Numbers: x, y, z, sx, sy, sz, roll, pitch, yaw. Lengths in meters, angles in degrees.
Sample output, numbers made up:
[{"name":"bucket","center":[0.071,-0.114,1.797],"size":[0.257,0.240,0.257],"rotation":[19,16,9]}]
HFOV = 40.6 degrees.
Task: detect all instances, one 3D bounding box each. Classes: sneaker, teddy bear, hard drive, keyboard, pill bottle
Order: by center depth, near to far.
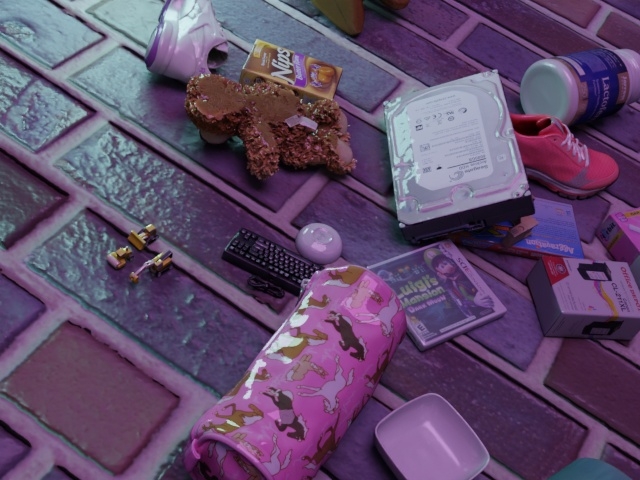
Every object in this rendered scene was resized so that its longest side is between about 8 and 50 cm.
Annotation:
[{"name":"keyboard","center":[-0.071,0.047,1.415],"size":[0.180,0.023,0.108],"rotation":[26,47,5]},{"name":"teddy bear","center":[-0.089,-0.204,1.586],"size":[0.338,0.113,0.245],"rotation":[-3,58,-31]},{"name":"hard drive","center":[0.245,-0.161,1.597],"size":[0.237,0.064,0.339],"rotation":[-14,49,14]},{"name":"sneaker","center":[0.462,-0.177,1.711],"size":[0.314,0.136,0.116],"rotation":[10,49,-10]},{"name":"sneaker","center":[-0.250,-0.414,1.716],"size":[0.152,0.114,0.305],"rotation":[23,50,-17]},{"name":"pill bottle","center":[0.575,-0.334,1.874],"size":[0.265,0.153,0.153],"rotation":[-18,58,-30]}]

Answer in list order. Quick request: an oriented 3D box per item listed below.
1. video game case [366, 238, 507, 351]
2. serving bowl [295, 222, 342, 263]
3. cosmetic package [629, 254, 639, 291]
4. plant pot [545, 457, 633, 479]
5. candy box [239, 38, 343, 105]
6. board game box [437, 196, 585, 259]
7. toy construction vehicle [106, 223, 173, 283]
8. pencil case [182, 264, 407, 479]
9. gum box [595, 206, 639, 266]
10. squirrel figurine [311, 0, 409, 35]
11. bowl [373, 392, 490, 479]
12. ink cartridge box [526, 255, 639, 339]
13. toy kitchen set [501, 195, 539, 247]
[{"name":"video game case","center":[0.196,0.087,1.470],"size":[0.190,0.022,0.173],"rotation":[-18,58,-30]},{"name":"serving bowl","center":[0.000,0.000,1.476],"size":[0.083,0.027,0.083],"rotation":[9,49,-10]},{"name":"cosmetic package","center":[0.643,0.028,1.528],"size":[0.117,0.231,0.085],"rotation":[-7,53,-23]},{"name":"plant pot","center":[0.286,0.442,1.025],"size":[0.235,0.293,0.293],"rotation":[-21,59,-16]},{"name":"candy box","center":[-0.058,-0.323,1.721],"size":[0.187,0.053,0.109],"rotation":[18,48,-1]},{"name":"board game box","center":[0.351,-0.035,1.625],"size":[0.281,0.027,0.145],"rotation":[11,47,-10]},{"name":"toy construction vehicle","center":[-0.279,0.019,1.360],"size":[0.086,0.035,0.098],"rotation":[42,50,18]},{"name":"pencil case","center":[-0.026,0.202,1.205],"size":[0.167,0.160,0.386],"rotation":[9,41,29]},{"name":"gum box","center":[0.644,-0.009,1.676],"size":[0.188,0.062,0.107],"rotation":[-12,55,-27]},{"name":"squirrel figurine","center":[0.089,-0.704,1.963],"size":[0.397,0.281,0.370],"rotation":[35,42,9]},{"name":"bowl","center":[0.154,0.303,1.247],"size":[0.142,0.053,0.142],"rotation":[-23,61,-32]},{"name":"ink cartridge box","center":[0.467,0.100,1.515],"size":[0.175,0.072,0.127],"rotation":[4,49,-15]},{"name":"toy kitchen set","center":[0.347,-0.048,1.569],"size":[0.075,0.068,0.083],"rotation":[-26,62,-34]}]
